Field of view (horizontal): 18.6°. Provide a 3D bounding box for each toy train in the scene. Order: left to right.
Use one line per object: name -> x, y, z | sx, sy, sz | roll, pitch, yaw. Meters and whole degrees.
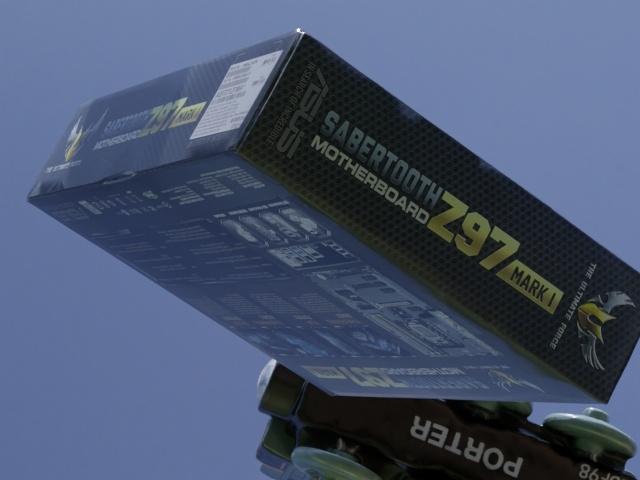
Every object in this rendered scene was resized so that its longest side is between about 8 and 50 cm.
toy train -> 0.102, 0.177, 1.547 | 0.334, 0.190, 0.142 | 21, -107, -2

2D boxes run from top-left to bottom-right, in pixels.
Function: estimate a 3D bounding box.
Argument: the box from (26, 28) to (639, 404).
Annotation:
box -> 0.000, 0.000, 0.811 | 0.183, 0.232, 0.059 | 35, -107, -20
